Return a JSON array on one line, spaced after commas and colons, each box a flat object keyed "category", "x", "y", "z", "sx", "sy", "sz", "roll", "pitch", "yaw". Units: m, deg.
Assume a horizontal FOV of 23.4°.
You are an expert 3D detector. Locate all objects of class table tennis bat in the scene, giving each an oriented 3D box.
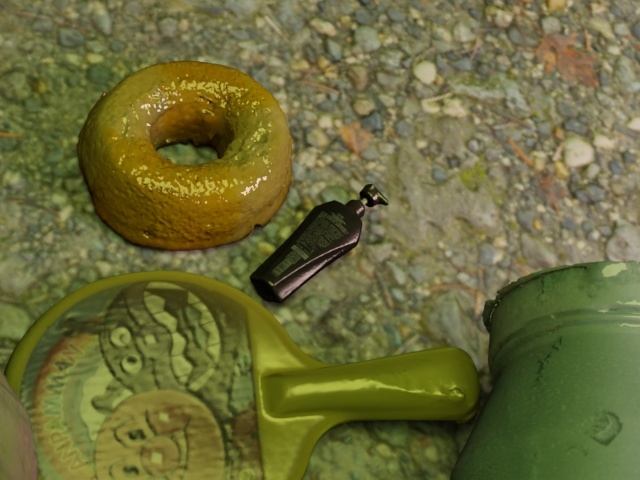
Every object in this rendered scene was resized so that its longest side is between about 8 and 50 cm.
[{"category": "table tennis bat", "x": -0.054, "y": 0.122, "z": 1.166, "sx": 0.369, "sy": 0.054, "sz": 0.224, "roll": -2, "pitch": 65, "yaw": -13}]

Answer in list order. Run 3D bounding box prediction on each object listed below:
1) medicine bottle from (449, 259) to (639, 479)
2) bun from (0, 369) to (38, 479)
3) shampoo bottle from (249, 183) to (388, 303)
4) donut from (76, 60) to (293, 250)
[{"category": "medicine bottle", "x": 0.208, "y": 0.183, "z": 1.099, "sx": 0.245, "sy": 0.245, "sz": 0.290, "roll": 11, "pitch": 62, "yaw": -11}, {"category": "bun", "x": -0.313, "y": 0.125, "z": 0.990, "sx": 0.293, "sy": 0.187, "sz": 0.293, "roll": 14, "pitch": 53, "yaw": -19}, {"category": "shampoo bottle", "x": 0.000, "y": 0.000, "z": 1.257, "sx": 0.048, "sy": 0.027, "sz": 0.137, "roll": 39, "pitch": 59, "yaw": 16}, {"category": "donut", "x": -0.103, "y": -0.076, "z": 1.245, "sx": 0.178, "sy": 0.065, "sz": 0.162, "roll": -20, "pitch": 70, "yaw": -23}]
